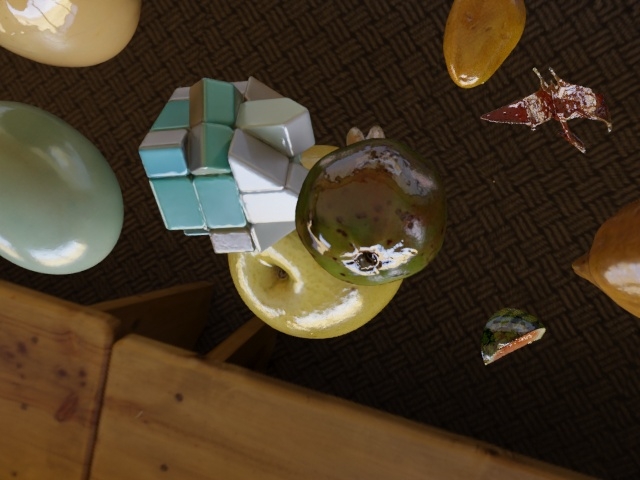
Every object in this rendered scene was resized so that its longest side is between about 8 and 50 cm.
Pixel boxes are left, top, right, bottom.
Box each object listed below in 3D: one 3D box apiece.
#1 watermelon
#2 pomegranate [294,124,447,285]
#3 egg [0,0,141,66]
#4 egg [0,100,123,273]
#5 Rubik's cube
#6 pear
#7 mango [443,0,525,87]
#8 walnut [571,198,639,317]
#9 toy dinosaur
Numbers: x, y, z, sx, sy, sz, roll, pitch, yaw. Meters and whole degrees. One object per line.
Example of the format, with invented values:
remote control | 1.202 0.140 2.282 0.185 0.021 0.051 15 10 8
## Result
watermelon | 0.372 0.171 1.222 0.069 0.163 0.087 -8 97 55
pomegranate | 0.039 -0.034 0.492 0.115 0.142 0.114 2 135 2
egg | -0.298 -0.296 0.711 0.201 0.244 0.201 -10 61 18
egg | -0.338 -0.063 0.775 0.168 0.168 0.231 -42 94 14
Rubik's cube | -0.107 -0.119 0.909 0.213 0.224 0.265 -2 130 11
pear | 0.000 0.000 1.190 0.348 0.348 0.348 1 95 15
mango | 0.314 -0.401 1.257 0.147 0.109 0.227 17 90 -15
walnut | 0.458 0.020 0.774 0.336 0.209 0.209 -9 93 50
toy dinosaur | 0.511 -0.290 1.481 0.113 0.206 0.327 -35 48 -17
